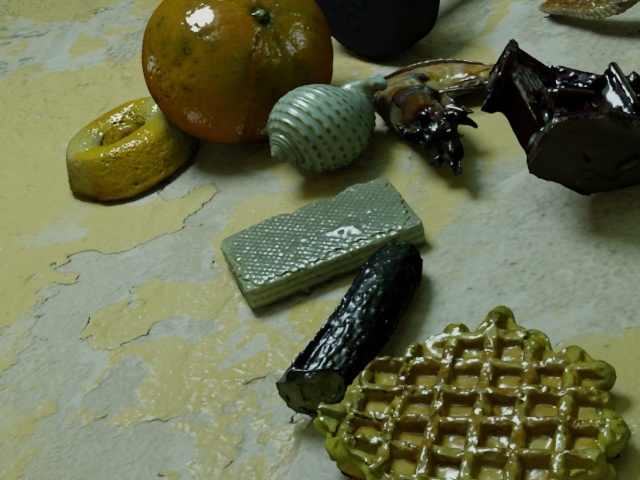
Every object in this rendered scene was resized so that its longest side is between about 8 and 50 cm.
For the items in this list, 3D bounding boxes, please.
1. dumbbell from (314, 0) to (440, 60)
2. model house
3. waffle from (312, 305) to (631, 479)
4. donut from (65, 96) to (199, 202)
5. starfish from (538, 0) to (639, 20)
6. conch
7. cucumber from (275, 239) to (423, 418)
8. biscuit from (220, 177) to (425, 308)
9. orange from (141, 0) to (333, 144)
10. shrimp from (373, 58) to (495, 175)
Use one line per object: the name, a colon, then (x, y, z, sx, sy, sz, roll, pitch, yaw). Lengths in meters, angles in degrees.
dumbbell: (0.146, -0.398, 1.832, 0.322, 0.204, 0.204, -37, 37, -28)
model house: (0.263, -0.139, 1.407, 0.141, 0.203, 0.164, -37, 52, 31)
waffle: (0.132, 0.148, 1.150, 0.243, 0.059, 0.238, -27, 34, -16)
donut: (-0.241, -0.122, 1.727, 0.162, 0.065, 0.178, 6, 40, 33)
starfish: (0.483, -0.283, 1.584, 0.398, 0.132, 0.384, -19, 37, 4)
conch: (0.005, -0.128, 1.587, 0.153, 0.102, 0.135, -10, 0, -27)
cucumber: (0.044, 0.071, 1.301, 0.067, 0.067, 0.245, 5, 38, 31)
biscuit: (0.000, 0.000, 1.453, 0.199, 0.040, 0.121, -22, 34, -8)
orange: (-0.098, -0.229, 1.676, 0.240, 0.240, 0.171, -35, -7, -26)
shrimp: (0.164, -0.155, 1.592, 0.178, 0.075, 0.289, -18, 19, -5)
